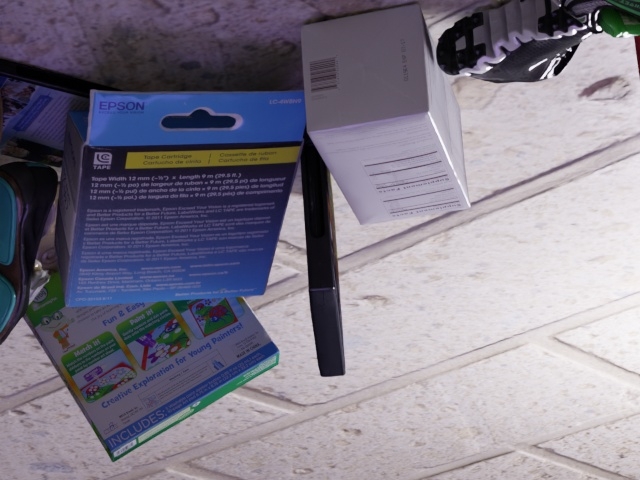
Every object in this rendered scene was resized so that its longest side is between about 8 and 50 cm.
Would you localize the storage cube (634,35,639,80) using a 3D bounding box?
[{"bbox_3d":[0.399,-0.249,1.601,0.215,0.193,0.183,-1,155,-4],"label":"storage cube"}]

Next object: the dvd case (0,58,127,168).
[{"bbox_3d":[-0.330,-0.144,1.978,0.253,0.022,0.180,13,150,-28],"label":"dvd case"}]

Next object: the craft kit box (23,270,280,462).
[{"bbox_3d":[-0.220,0.114,2.163,0.250,0.246,0.061,-29,163,-15],"label":"craft kit box"}]

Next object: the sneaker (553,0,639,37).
[{"bbox_3d":[0.230,-0.245,1.525,0.134,0.146,0.343,-23,-166,-10],"label":"sneaker"}]

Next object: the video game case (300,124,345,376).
[{"bbox_3d":[0.000,0.000,2.036,0.035,0.248,0.275,-4,155,2],"label":"video game case"}]

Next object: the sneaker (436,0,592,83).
[{"bbox_3d":[0.239,-0.221,1.793,0.106,0.078,0.234,18,152,-42],"label":"sneaker"}]

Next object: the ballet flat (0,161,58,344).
[{"bbox_3d":[-0.367,0.023,2.055,0.096,0.095,0.280,-24,147,-46],"label":"ballet flat"}]

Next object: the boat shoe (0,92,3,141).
[{"bbox_3d":[-0.415,-0.179,1.799,0.092,0.102,0.285,7,146,17],"label":"boat shoe"}]

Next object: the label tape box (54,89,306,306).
[{"bbox_3d":[-0.166,-0.076,1.968,0.249,0.115,0.347,-3,137,-17],"label":"label tape box"}]

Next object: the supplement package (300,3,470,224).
[{"bbox_3d":[0.075,-0.132,1.890,0.134,0.139,0.244,-9,154,12],"label":"supplement package"}]

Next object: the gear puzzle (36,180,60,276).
[{"bbox_3d":[-0.357,-0.025,2.127,0.339,0.044,0.175,-4,133,-40],"label":"gear puzzle"}]
